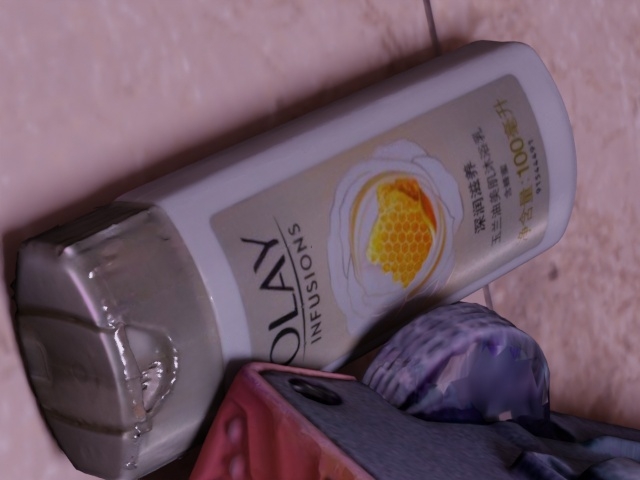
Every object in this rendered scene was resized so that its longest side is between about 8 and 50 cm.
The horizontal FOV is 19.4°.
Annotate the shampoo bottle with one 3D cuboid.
[{"bbox_3d":[0.000,0.000,0.649,0.227,0.056,0.086,-26,112,-40],"label":"shampoo bottle"}]

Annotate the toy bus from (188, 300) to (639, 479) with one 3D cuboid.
[{"bbox_3d":[0.139,0.185,0.667,0.427,0.203,0.233,17,104,-42],"label":"toy bus"}]
